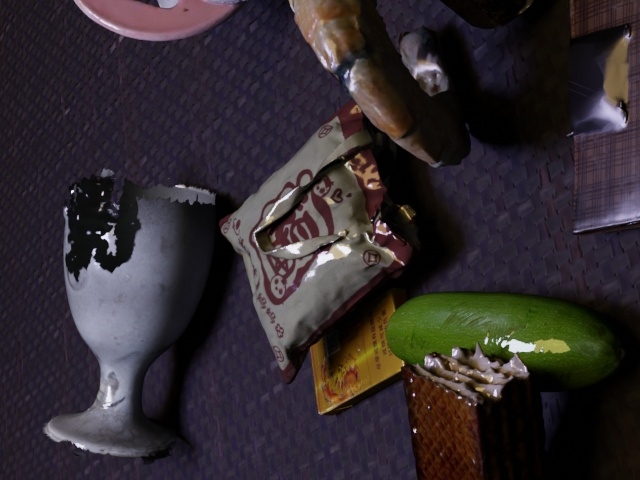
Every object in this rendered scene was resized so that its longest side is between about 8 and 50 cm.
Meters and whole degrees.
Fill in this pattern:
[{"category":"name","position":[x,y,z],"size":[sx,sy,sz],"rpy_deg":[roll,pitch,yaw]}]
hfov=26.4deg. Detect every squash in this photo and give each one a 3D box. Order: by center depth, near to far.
[{"category":"squash","position":[0.145,0.085,1.189],"size":[0.292,0.082,0.082],"rpy_deg":[1,85,57]}]

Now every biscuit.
[{"category":"biscuit","position":[0.136,0.207,1.119],"size":[0.106,0.070,0.252],"rpy_deg":[18,121,57]}]

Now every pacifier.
[{"category":"pacifier","position":[-0.165,-0.368,1.631],"size":[0.273,0.220,0.332],"rpy_deg":[-16,48,56]}]

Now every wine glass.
[{"category":"wine glass","position":[-0.234,0.085,1.684],"size":[0.190,0.190,0.357],"rpy_deg":[22,107,56]}]

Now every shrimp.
[{"category":"shrimp","position":[0.054,-0.198,1.269],"size":[0.085,0.247,0.360],"rpy_deg":[-36,40,20]}]

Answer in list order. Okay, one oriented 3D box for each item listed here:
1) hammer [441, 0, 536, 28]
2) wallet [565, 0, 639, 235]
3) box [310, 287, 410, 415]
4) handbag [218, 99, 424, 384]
[{"category":"hammer","position":[0.141,-0.421,1.225],"size":[0.095,0.242,0.409],"rpy_deg":[-1,66,59]},{"category":"wallet","position":[0.250,-0.122,1.109],"size":[0.124,0.042,0.230],"rpy_deg":[-13,75,53]},{"category":"box","position":[0.042,0.116,1.396],"size":[0.156,0.022,0.089],"rpy_deg":[-38,52,47]},{"category":"handbag","position":[0.000,0.000,1.396],"size":[0.235,0.127,0.213],"rpy_deg":[-41,51,30]}]
